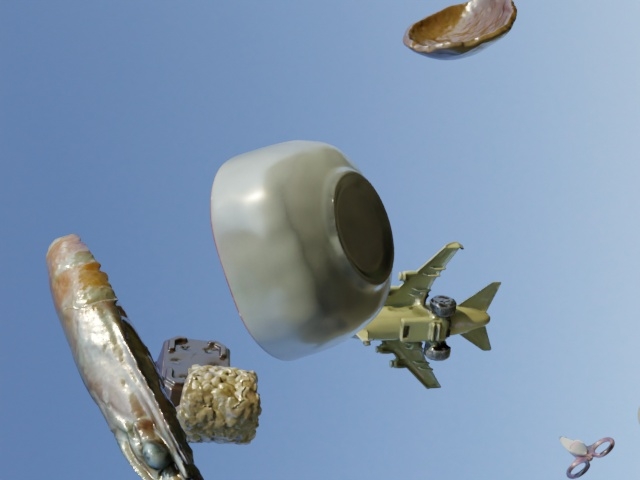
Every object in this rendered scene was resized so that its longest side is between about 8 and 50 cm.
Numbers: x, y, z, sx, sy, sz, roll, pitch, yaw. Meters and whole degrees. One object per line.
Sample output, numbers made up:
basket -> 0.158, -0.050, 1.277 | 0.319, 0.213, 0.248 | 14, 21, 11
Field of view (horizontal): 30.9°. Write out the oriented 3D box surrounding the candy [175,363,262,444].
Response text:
candy -> -0.126, 0.199, 1.397 | 0.085, 0.110, 0.095 | -86, 7, -72

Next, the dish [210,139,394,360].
dish -> 0.000, 0.000, 1.266 | 0.256, 0.117, 0.256 | 32, -130, -49

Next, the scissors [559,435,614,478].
scissors -> 0.383, 0.311, 1.716 | 0.022, 0.085, 0.176 | 49, 178, -2

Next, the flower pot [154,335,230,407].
flower pot -> -0.227, 0.251, 2.075 | 0.251, 0.178, 0.084 | -100, 20, -66

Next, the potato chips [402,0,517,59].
potato chips -> 0.184, -0.271, 1.502 | 0.202, 0.150, 0.049 | -76, -32, -68

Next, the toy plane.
toy plane -> 0.136, 0.117, 1.681 | 0.256, 0.104, 0.242 | -6, -62, -21

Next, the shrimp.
shrimp -> -0.171, 0.122, 0.999 | 0.317, 0.062, 0.164 | 52, 161, 40

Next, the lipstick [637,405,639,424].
lipstick -> 0.594, 0.229, 1.773 | 0.254, 0.070, 0.070 | -22, -74, -32
